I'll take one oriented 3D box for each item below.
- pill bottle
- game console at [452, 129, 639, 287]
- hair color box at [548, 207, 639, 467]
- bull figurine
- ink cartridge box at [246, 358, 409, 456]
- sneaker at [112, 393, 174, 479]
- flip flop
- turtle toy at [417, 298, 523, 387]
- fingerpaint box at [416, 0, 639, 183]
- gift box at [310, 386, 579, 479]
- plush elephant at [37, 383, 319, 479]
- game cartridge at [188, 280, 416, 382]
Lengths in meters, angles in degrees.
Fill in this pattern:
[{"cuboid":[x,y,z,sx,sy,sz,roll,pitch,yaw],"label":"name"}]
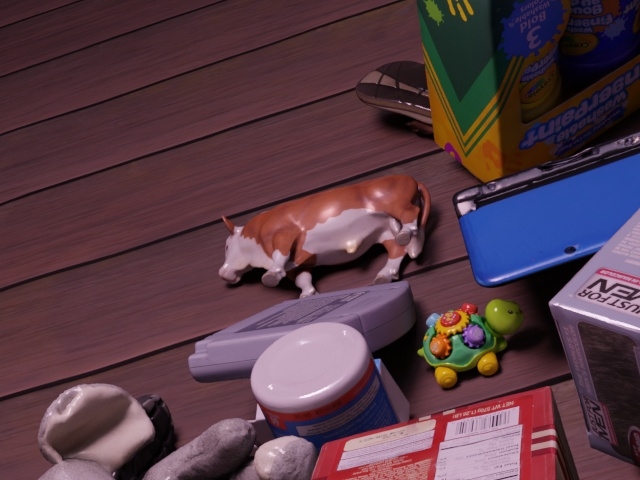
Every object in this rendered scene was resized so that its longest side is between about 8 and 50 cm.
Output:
[{"cuboid":[0.023,0.202,1.408,0.124,0.221,0.124,-17,31,10],"label":"pill bottle"},{"cuboid":[0.317,-0.011,1.606,0.293,0.250,0.173,-18,61,8],"label":"game console"},{"cuboid":[0.379,0.024,1.276,0.113,0.185,0.374,19,51,45],"label":"hair color box"},{"cuboid":[0.000,0.000,1.851,0.310,0.101,0.188,-21,35,8],"label":"bull figurine"},{"cuboid":[-0.002,0.192,1.542,0.180,0.104,0.060,-10,51,19],"label":"ink cartridge box"},{"cuboid":[-0.261,0.276,1.599,0.106,0.101,0.267,-4,35,32],"label":"sneaker"},{"cuboid":[0.171,-0.194,2.067,0.277,0.080,0.112,19,48,28],"label":"flip flop"},{"cuboid":[0.173,0.108,1.603,0.130,0.066,0.095,-18,32,8],"label":"turtle toy"},{"cuboid":[0.353,-0.323,1.832,0.445,0.371,0.163,-33,52,-17],"label":"fingerpaint box"},{"cuboid":[0.139,0.292,1.177,0.255,0.258,0.276,-15,12,17],"label":"gift box"},{"cuboid":[-0.180,0.289,1.352,0.255,0.272,0.330,9,2,-24],"label":"plush elephant"},{"cuboid":[-0.003,0.104,1.622,0.198,0.062,0.297,-5,6,23],"label":"game cartridge"}]
